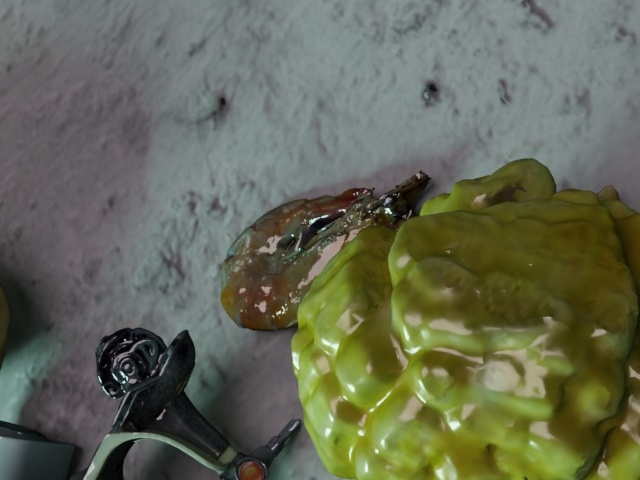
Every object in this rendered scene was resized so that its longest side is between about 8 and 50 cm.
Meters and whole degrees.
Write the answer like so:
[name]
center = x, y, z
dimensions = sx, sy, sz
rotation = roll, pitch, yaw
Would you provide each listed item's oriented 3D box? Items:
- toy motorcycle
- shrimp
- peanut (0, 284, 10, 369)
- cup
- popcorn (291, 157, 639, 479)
[toy motorcycle]
center = -0.133, 0.192, 1.127
dimensions = 0.157, 0.091, 0.263
rotation = 27, 94, 0
[shrimp]
center = 0.000, 0.000, 1.151
dimensions = 0.190, 0.042, 0.101
rotation = -31, 57, 21
[peanut]
center = -0.420, 0.061, 1.290
dimensions = 0.387, 0.169, 0.192
rotation = 8, 46, 32
[cup]
center = -0.262, 0.203, 1.198
dimensions = 0.095, 0.128, 0.129
rotation = 5, 82, 29
[popcorn]
center = 0.123, 0.074, 0.952
dimensions = 0.270, 0.224, 0.258
rotation = -31, 60, -25
